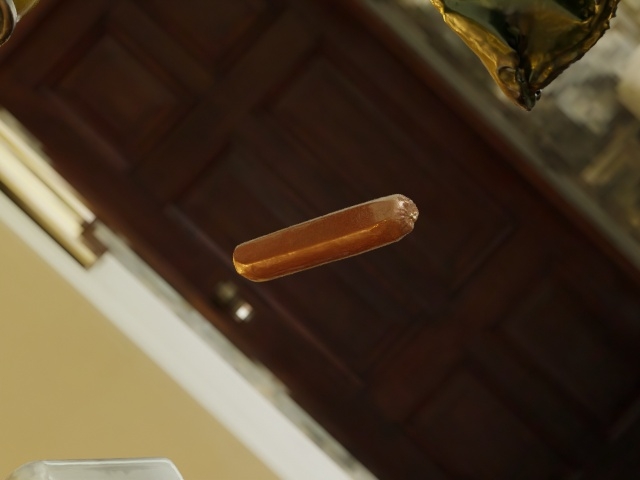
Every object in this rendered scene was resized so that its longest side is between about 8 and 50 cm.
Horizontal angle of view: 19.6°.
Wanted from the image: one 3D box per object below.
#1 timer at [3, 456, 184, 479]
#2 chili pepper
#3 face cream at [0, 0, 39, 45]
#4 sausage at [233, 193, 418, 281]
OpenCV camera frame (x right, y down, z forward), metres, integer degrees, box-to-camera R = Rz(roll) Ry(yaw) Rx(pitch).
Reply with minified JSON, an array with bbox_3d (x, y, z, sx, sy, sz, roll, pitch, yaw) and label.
[{"bbox_3d":[-0.176,0.292,1.374,0.194,0.195,0.192,-43,-24,20],"label":"timer"},{"bbox_3d":[0.184,-0.223,1.301,0.116,0.148,0.264,-45,0,-36],"label":"chili pepper"},{"bbox_3d":[-0.210,-0.256,1.271,0.105,0.105,0.349,-44,25,50],"label":"face cream"},{"bbox_3d":[0.000,0.000,1.233,0.147,0.030,0.035,-19,58,35],"label":"sausage"}]
